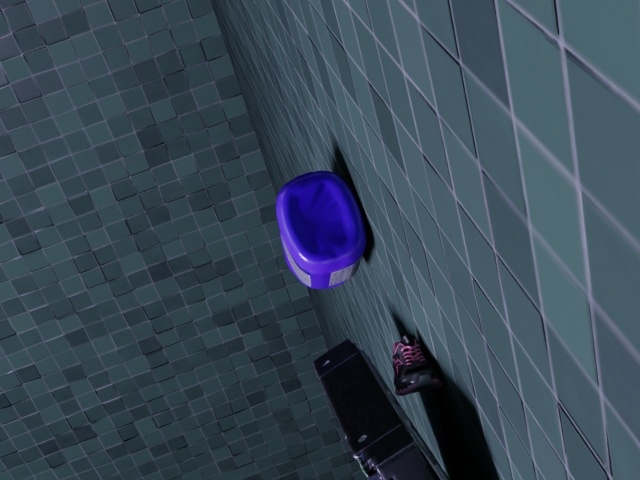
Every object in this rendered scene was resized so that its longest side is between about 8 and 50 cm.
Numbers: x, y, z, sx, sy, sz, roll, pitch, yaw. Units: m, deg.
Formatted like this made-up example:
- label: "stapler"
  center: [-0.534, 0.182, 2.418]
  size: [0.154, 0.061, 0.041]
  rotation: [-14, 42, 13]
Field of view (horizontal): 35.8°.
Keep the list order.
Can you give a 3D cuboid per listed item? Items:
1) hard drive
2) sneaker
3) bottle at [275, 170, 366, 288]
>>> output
- label: "hard drive"
  center: [0.098, 0.247, 1.017]
  size: [0.237, 0.064, 0.339]
  rotation: [57, 180, -12]
- label: "sneaker"
  center: [0.092, 0.124, 1.004]
  size: [0.119, 0.047, 0.057]
  rotation: [159, 102, -85]
- label: "bottle"
  center: [0.000, 0.000, 1.213]
  size: [0.283, 0.092, 0.118]
  rotation: [91, 159, -79]
